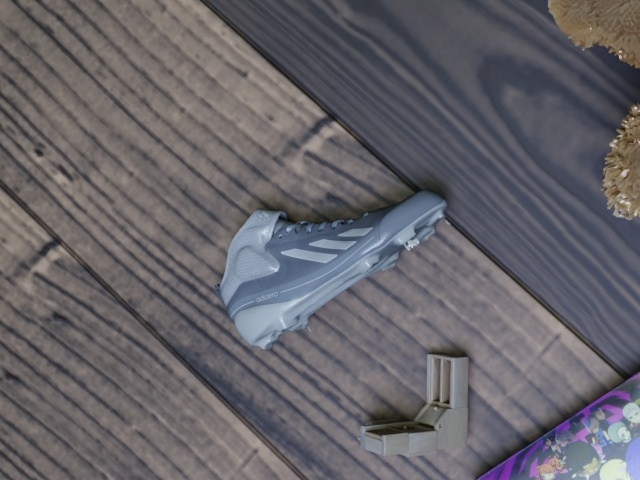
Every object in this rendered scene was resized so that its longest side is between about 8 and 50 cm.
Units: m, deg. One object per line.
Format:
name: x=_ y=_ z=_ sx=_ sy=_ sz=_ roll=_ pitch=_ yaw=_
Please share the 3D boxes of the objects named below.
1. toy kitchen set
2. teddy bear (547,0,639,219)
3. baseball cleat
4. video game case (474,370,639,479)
toy kitchen set: x=0.066 y=0.130 z=0.939 sx=0.068 sy=0.083 sz=0.075 roll=4 pitch=93 yaw=56
teddy bear: x=0.303 y=-0.085 z=0.753 sx=0.338 sy=0.113 sz=0.245 roll=38 pitch=126 yaw=17
baseball cleat: x=0.000 y=0.000 z=0.949 sx=0.206 sy=0.072 sz=0.109 roll=-36 pitch=76 yaw=9
video game case: x=0.266 y=0.213 z=0.888 sx=0.232 sy=0.042 sz=0.210 roll=-36 pitch=76 yaw=13
